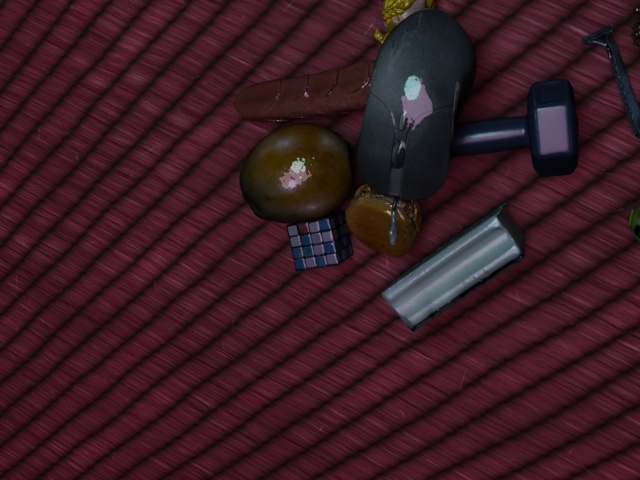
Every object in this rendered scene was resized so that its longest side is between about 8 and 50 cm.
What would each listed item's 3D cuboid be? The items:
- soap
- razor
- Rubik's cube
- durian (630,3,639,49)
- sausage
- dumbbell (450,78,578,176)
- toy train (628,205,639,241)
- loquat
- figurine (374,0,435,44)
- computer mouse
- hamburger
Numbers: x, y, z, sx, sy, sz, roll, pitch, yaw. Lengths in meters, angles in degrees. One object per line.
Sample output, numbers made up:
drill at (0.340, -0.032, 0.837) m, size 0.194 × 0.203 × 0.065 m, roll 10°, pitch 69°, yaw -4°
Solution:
soap at (0.239, 0.044, 1.200) m, size 0.261 × 0.150 × 0.094 m, roll -39°, pitch 91°, yaw 22°
razor at (0.494, -0.257, 1.105) m, size 0.190 × 0.033 × 0.066 m, roll 64°, pitch 158°, yaw -5°
Rubik's cube at (0.000, 0.000, 1.308) m, size 0.092 × 0.092 × 0.092 m, roll -9°, pitch 99°, yaw 22°
durian at (0.537, -0.356, 1.000) m, size 0.167 × 0.196 × 0.196 m, roll 40°, pitch 112°, yaw 18°
sausage at (0.021, -0.270, 1.222) m, size 0.433 × 0.088 × 0.088 m, roll -3°, pitch 101°, yaw 31°
dumbbell at (0.268, -0.174, 1.145) m, size 0.316 × 0.156 × 0.144 m, roll -5°, pitch 70°, yaw 20°
toy train at (0.603, -0.069, 1.045) m, size 0.188 × 0.159 × 0.272 m, roll 5°, pitch 104°, yaw 9°
loquat at (-0.046, -0.124, 1.257) m, size 0.227 × 0.179 × 0.179 m, roll -11°, pitch 98°, yaw 18°
figurine at (0.138, -0.402, 1.172) m, size 0.115 × 0.095 × 0.156 m, roll 16°, pitch 127°, yaw 36°
computer mouse at (0.140, -0.175, 1.069) m, size 0.167 × 0.090 × 0.379 m, roll 11°, pitch 98°, yaw 21°
hamburger at (0.114, -0.038, 1.238) m, size 0.138 × 0.083 × 0.147 m, roll 24°, pitch 151°, yaw 24°
